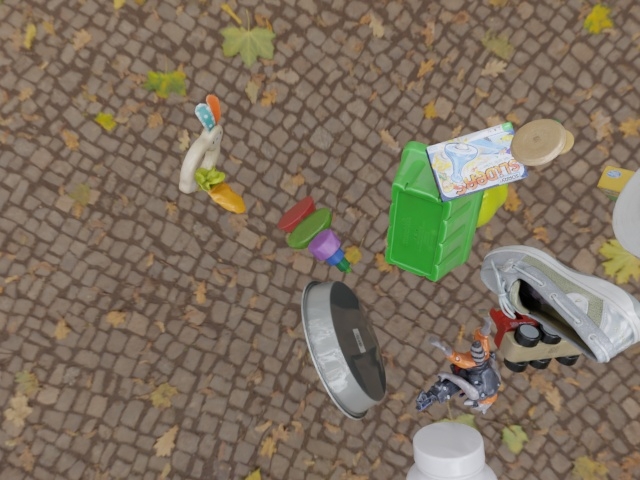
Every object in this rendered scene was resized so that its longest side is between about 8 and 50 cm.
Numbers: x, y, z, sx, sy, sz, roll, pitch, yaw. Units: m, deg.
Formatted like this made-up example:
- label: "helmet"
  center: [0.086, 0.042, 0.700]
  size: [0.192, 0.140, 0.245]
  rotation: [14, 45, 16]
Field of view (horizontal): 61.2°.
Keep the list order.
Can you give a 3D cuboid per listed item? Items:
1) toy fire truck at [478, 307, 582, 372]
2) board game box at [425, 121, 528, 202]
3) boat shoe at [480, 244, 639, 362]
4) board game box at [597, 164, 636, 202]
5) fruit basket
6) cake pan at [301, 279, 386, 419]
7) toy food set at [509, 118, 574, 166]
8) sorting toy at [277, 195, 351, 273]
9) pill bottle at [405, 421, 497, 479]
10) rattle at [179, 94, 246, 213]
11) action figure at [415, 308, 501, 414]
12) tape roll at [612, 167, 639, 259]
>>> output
- label: "toy fire truck"
  center: [0.529, 0.215, 1.399]
  size: [0.217, 0.246, 0.158]
  rotation: [-4, 127, -13]
- label: "board game box"
  center: [0.362, -0.181, 1.261]
  size: [0.201, 0.035, 0.136]
  rotation: [-17, 86, 5]
- label: "boat shoe"
  center: [0.364, 0.096, 0.885]
  size: [0.103, 0.320, 0.118]
  rotation: [-34, 118, -12]
- label: "board game box"
  center: [0.932, -0.098, 1.424]
  size: [0.317, 0.242, 0.064]
  rotation: [28, 98, 45]
- label: "fruit basket"
  center: [0.366, -0.109, 1.570]
  size: [0.283, 0.392, 0.392]
  rotation: [22, 83, 24]
- label: "cake pan"
  center: [0.056, 0.208, 1.092]
  size: [0.054, 0.293, 0.293]
  rotation: [-24, 84, 18]
- label: "toy food set"
  center: [0.325, -0.147, 0.806]
  size: [0.083, 0.020, 0.082]
  rotation: [-38, 49, 15]
- label: "sorting toy"
  center: [0.000, 0.000, 1.313]
  size: [0.127, 0.365, 0.126]
  rotation: [-42, 112, 0]
- label: "pill bottle"
  center: [0.201, 0.409, 0.811]
  size: [0.137, 0.136, 0.245]
  rotation: [-8, 100, -2]
- label: "rattle"
  center: [-0.199, -0.171, 1.093]
  size: [0.143, 0.130, 0.199]
  rotation: [33, 108, 20]
- label: "action figure"
  center: [0.453, 0.424, 1.694]
  size: [0.341, 0.178, 0.330]
  rotation: [-34, 116, -18]
- label: "tape roll"
  center: [0.745, -0.066, 1.079]
  size: [0.100, 0.286, 0.286]
  rotation: [30, 83, -18]
